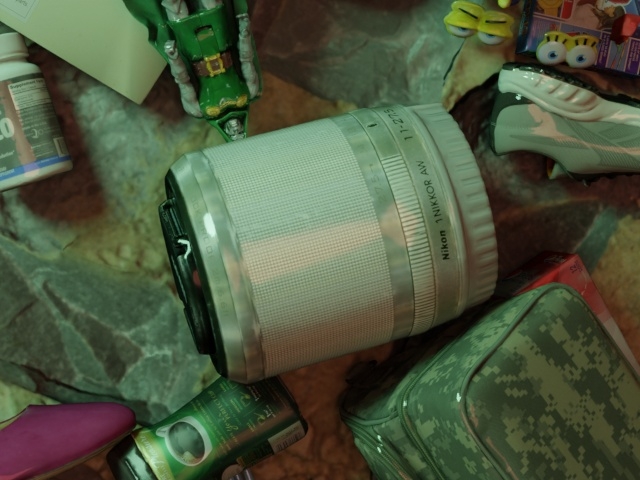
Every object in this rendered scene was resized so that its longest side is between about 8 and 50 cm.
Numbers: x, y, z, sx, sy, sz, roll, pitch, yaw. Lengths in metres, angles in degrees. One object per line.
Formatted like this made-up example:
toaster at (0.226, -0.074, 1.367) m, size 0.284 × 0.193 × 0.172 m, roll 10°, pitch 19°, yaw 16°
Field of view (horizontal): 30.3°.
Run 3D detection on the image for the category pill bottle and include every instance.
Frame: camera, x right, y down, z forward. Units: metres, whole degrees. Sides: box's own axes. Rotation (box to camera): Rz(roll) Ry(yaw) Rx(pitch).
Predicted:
pill bottle at (-0.290, -0.120, 1.107) m, size 0.078 × 0.078 × 0.137 m, roll -19°, pitch 95°, yaw -10°

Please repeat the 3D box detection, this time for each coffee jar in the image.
coffee jar at (-0.110, 0.196, 1.145) m, size 0.184 × 0.079 × 0.096 m, roll -32°, pitch 67°, yaw -12°

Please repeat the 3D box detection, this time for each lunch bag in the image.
lunch bag at (0.180, 0.224, 1.134) m, size 0.212 × 0.256 × 0.305 m, roll -42°, pitch 99°, yaw -34°

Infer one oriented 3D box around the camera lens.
camera lens at (0.000, 0.000, 1.099) m, size 0.274 × 0.219 × 0.219 m, roll -15°, pitch 95°, yaw -10°

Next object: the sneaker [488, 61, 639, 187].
sneaker at (0.300, -0.101, 1.227) m, size 0.272 × 0.100 × 0.108 m, roll 16°, pitch 103°, yaw -8°

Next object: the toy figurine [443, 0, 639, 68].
toy figurine at (0.159, -0.299, 1.097) m, size 0.363 × 0.217 × 0.191 m, roll 17°, pitch 91°, yaw -3°

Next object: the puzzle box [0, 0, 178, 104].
puzzle box at (-0.264, -0.342, 1.056) m, size 0.409 × 0.052 × 0.272 m, roll 32°, pitch 106°, yaw -17°

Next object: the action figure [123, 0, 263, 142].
action figure at (-0.107, -0.189, 1.078) m, size 0.137 × 0.063 × 0.232 m, roll -21°, pitch 121°, yaw -5°

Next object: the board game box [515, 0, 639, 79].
board game box at (0.290, -0.282, 1.239) m, size 0.136 × 0.035 × 0.201 m, roll 11°, pitch 90°, yaw -11°

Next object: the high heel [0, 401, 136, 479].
high heel at (-0.369, 0.160, 1.086) m, size 0.377 × 0.127 × 0.181 m, roll -15°, pitch 88°, yaw -15°

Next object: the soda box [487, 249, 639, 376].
soda box at (0.279, 0.143, 1.230) m, size 0.092 × 0.083 × 0.263 m, roll -32°, pitch 99°, yaw -8°

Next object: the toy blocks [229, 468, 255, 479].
toy blocks at (-0.091, 0.311, 1.178) m, size 0.123 × 0.054 × 0.148 m, roll -21°, pitch 95°, yaw -8°
